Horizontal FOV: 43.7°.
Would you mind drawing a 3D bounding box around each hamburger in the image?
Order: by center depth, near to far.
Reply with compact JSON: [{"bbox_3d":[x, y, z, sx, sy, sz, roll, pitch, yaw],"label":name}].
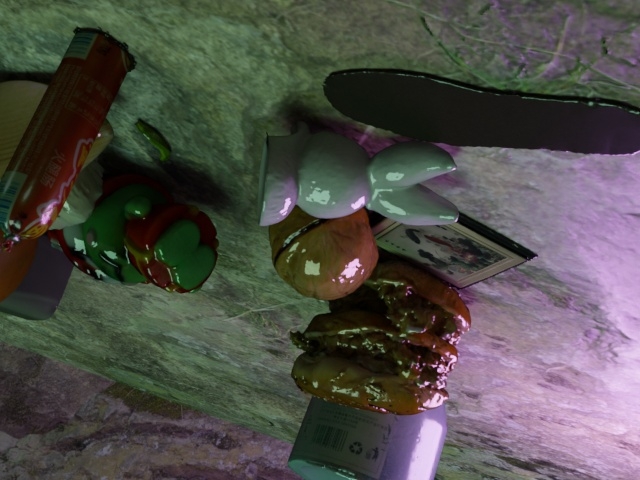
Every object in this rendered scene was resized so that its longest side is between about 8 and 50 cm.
[{"bbox_3d":[0.083,0.149,1.187,0.260,0.211,0.245,12,164,17],"label":"hamburger"}]

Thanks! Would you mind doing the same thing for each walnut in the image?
[{"bbox_3d":[0.000,0.000,1.013,0.144,0.144,0.180,17,166,12],"label":"walnut"}]

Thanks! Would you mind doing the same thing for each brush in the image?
[{"bbox_3d":[-0.362,-0.111,1.072,0.267,0.174,0.166,-6,155,30],"label":"brush"}]

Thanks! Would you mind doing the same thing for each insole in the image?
[{"bbox_3d":[0.152,-0.121,0.774,0.328,0.007,0.111,11,157,25],"label":"insole"}]

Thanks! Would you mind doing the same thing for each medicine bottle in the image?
[{"bbox_3d":[0.105,0.298,1.382,0.245,0.290,0.245,20,156,9],"label":"medicine bottle"}]

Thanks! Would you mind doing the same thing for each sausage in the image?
[{"bbox_3d":[-0.291,-0.106,0.877,0.083,0.264,0.083,17,161,6],"label":"sausage"}]

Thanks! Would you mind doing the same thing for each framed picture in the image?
[{"bbox_3d":[0.153,0.007,1.050,0.195,0.010,0.199,27,157,-12],"label":"framed picture"}]

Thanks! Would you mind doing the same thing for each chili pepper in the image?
[{"bbox_3d":[-0.223,-0.131,1.075,0.030,0.017,0.083,15,157,21],"label":"chili pepper"}]

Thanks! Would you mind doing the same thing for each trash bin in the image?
[{"bbox_3d":[-0.660,0.044,1.630,0.250,0.220,0.219,30,158,-37],"label":"trash bin"}]

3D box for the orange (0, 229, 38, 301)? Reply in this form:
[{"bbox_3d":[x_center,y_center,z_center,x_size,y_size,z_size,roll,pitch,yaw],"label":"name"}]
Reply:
[{"bbox_3d":[-0.633,-0.015,1.328,0.312,0.312,0.312,19,157,8],"label":"orange"}]

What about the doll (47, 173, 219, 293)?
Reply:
[{"bbox_3d":[-0.304,-0.018,1.216,0.363,0.160,0.182,7,145,38],"label":"doll"}]

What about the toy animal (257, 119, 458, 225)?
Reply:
[{"bbox_3d":[0.040,-0.073,0.894,0.221,0.131,0.104,0,117,-5],"label":"toy animal"}]
